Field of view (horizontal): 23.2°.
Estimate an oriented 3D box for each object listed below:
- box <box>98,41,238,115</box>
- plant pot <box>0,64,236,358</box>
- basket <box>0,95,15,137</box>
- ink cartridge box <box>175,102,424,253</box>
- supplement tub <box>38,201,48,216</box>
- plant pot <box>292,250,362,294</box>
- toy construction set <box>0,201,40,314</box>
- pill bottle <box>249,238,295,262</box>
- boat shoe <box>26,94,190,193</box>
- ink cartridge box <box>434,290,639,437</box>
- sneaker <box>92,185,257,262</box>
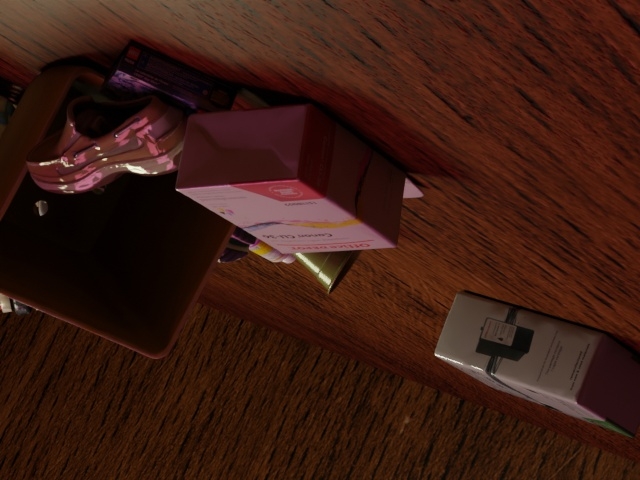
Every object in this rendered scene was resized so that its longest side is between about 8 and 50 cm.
[{"bbox_3d":[-0.126,-0.120,1.265,0.094,0.027,0.137,24,172,-13],"label":"box"},{"bbox_3d":[-0.217,-0.044,1.470,0.212,0.212,0.187,27,-178,-31],"label":"plant pot"},{"bbox_3d":[-0.417,-0.027,1.710,0.201,0.289,0.255,13,-179,-11],"label":"basket"},{"bbox_3d":[-0.010,-0.039,1.241,0.115,0.067,0.198,-3,161,32],"label":"ink cartridge box"},{"bbox_3d":[-0.235,-0.034,1.886,0.190,0.117,0.117,29,170,-40],"label":"supplement tub"},{"bbox_3d":[0.000,0.000,1.623,0.079,0.083,0.083,34,174,8],"label":"plant pot"},{"bbox_3d":[-0.500,-0.048,2.368,0.309,0.257,0.237,4,124,15],"label":"toy construction set"},{"bbox_3d":[-0.063,0.000,1.901,0.043,0.043,0.083,15,170,44],"label":"pill bottle"},{"bbox_3d":[-0.181,-0.089,1.265,0.190,0.068,0.072,-11,135,38],"label":"boat shoe"},{"bbox_3d":[0.258,0.141,1.793,0.208,0.087,0.153,17,171,42],"label":"ink cartridge box"},{"bbox_3d":[-0.187,-0.070,1.669,0.275,0.107,0.110,27,-168,-2],"label":"sneaker"}]
